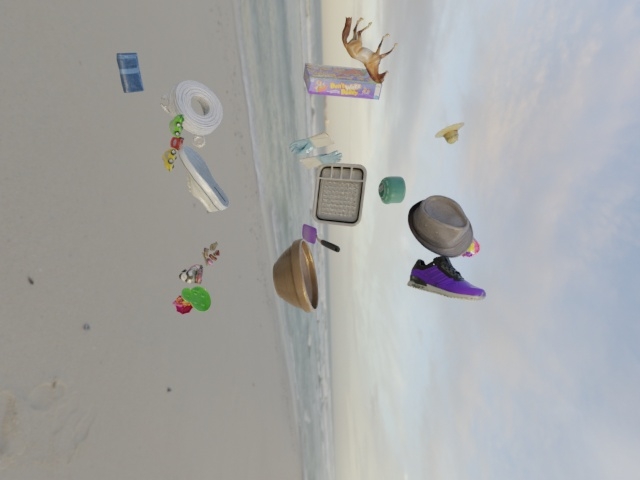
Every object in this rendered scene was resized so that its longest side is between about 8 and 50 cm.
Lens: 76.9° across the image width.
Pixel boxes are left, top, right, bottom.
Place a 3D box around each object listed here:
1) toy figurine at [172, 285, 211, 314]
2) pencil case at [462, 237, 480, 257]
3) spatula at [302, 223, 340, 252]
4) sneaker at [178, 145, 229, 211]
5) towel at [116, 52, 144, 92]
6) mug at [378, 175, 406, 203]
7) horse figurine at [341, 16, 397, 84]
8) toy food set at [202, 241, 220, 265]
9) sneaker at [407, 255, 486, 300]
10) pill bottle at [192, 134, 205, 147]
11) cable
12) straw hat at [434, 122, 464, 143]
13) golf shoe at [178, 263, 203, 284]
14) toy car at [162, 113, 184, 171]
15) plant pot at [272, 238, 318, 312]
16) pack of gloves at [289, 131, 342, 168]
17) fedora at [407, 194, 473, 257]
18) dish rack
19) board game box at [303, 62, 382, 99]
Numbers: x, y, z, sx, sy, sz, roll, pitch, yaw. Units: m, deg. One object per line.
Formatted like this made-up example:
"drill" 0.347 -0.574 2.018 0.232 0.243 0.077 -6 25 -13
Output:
"toy figurine" -0.652 0.302 1.955 0.173 0.159 0.130 31 42 -48
"pencil case" 0.743 0.006 2.072 0.236 0.105 0.104 -62 151 -69
"spatula" 0.000 0.000 1.829 0.296 0.031 0.084 30 -60 53
"sneaker" -0.426 -0.202 1.406 0.258 0.091 0.094 61 19 -26
"towel" -0.607 -0.534 1.285 0.067 0.029 0.119 -29 131 -43
"mug" 0.333 -0.230 1.930 0.129 0.098 0.157 -121 -148 -59
"horse figurine" 0.182 -0.763 1.598 0.174 0.263 0.066 -57 -167 11
"toy food set" -0.427 0.056 1.567 0.122 0.019 0.077 -48 124 -69
"sneaker" 0.455 0.128 1.458 0.102 0.294 0.146 16 86 -48
"pill bottle" -0.624 -0.506 2.076 0.116 0.065 0.065 -156 -116 -75
"cable" -0.585 -0.628 1.897 0.257 0.089 0.257 48 48 -24
"straw hat" 0.576 -0.458 1.771 0.144 0.145 0.061 81 -11 -83
"golf shoe" -0.489 0.123 1.526 0.186 0.086 0.067 -178 -85 -75
"toy car" -0.623 -0.439 1.716 0.238 0.053 0.224 -93 -158 -47
"plant pot" -0.084 0.117 1.292 0.237 0.110 0.237 -10 90 -81
"pack of gloves" -0.024 -0.407 1.912 0.195 0.232 0.046 43 50 -44
"fedora" 0.479 -0.077 1.563 0.275 0.244 0.124 44 -21 19
"dish rack" 0.108 -0.247 2.179 0.072 0.286 0.332 4 93 -69
"board game box" 0.102 -0.778 1.966 0.233 0.348 0.078 -102 -163 -50
